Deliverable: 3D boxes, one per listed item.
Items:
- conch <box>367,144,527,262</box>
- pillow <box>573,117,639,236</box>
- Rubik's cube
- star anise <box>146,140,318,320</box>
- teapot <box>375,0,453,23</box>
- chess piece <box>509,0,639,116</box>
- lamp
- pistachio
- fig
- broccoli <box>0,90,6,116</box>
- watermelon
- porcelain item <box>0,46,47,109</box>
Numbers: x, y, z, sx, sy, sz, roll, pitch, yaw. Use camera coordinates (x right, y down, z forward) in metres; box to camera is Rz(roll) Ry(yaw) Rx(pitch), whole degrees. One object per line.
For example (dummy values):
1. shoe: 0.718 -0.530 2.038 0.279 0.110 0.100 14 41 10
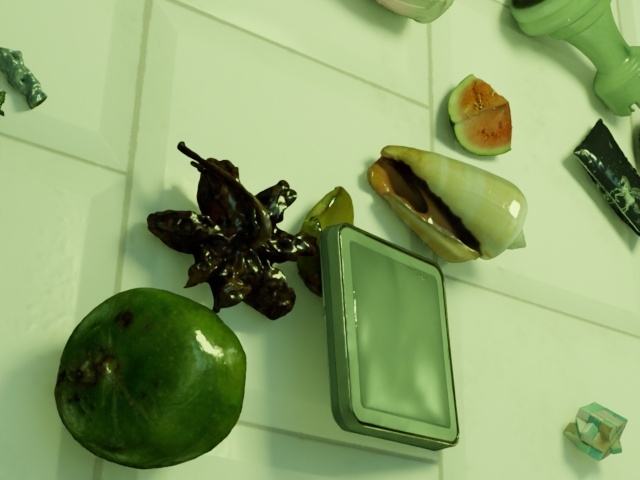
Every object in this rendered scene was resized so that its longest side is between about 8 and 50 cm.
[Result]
1. conch: 0.193 -0.052 1.618 0.255 0.127 0.158 34 81 6
2. pillow: 0.530 -0.106 1.921 0.208 0.055 0.141 52 42 -7
3. Rubik's cube: 0.414 0.294 1.644 0.084 0.075 0.073 2 114 -37
4. star anise: -0.100 0.001 1.344 0.220 0.126 0.190 21 82 -26
5. teapot: 0.136 -0.431 1.666 0.178 0.221 0.163 13 98 -28
6. chess piece: 0.494 -0.364 1.940 0.299 0.195 0.194 45 49 -24
7. lamp: 0.094 0.130 1.433 0.266 0.047 0.269 25 55 -51
8. pistachio: 0.000 0.000 1.471 0.089 0.049 0.173 47 43 -41
9. fig: -0.168 0.161 1.224 0.235 0.203 0.203 42 35 -69
10. broccoli: -0.424 -0.167 1.141 0.198 0.176 0.226 45 70 -27
11. watermelon: 0.272 -0.197 1.741 0.135 0.094 0.125 41 43 -21
12. porcelain item: -0.361 -0.198 1.298 0.083 0.028 0.036 55 32 -2
